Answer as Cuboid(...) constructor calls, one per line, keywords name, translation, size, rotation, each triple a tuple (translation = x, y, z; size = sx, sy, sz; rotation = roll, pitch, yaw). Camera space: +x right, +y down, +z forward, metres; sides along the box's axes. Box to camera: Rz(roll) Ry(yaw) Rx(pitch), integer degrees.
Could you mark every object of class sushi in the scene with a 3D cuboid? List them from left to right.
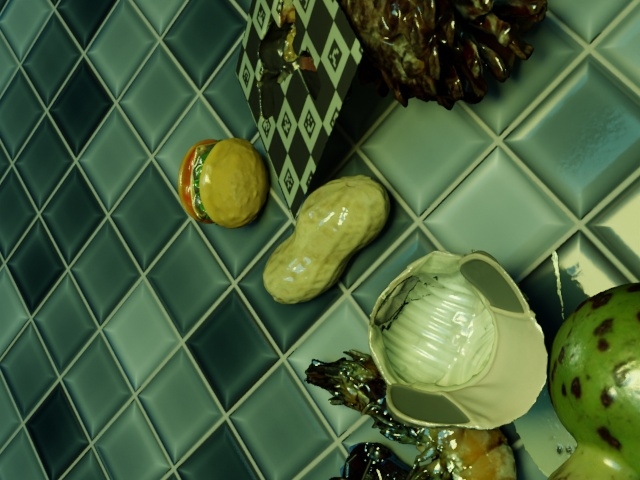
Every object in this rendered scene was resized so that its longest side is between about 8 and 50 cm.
Cuboid(name="sushi", translation=(-0.026, -0.272, 1.074), size=(0.343, 0.064, 0.359), rotation=(115, 142, -49))

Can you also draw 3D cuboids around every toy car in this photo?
Cuboid(name="toy car", translation=(0.118, 0.372, 1.010), size=(0.216, 0.063, 0.103), rotation=(28, 98, 42))

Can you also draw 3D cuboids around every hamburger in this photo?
Cuboid(name="hamburger", translation=(-0.163, -0.099, 1.178), size=(0.115, 0.162, 0.162), rotation=(9, 92, 35))

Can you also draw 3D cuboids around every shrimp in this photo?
Cuboid(name="shrimp", translation=(0.093, 0.292, 0.981), size=(0.365, 0.071, 0.233), rotation=(23, 68, 34))

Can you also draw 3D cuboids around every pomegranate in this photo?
Cuboid(name="pomegranate", translation=(0.334, 0.182, 0.764), size=(0.306, 0.242, 0.242), rotation=(-32, 68, 6))

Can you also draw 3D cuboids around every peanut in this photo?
Cuboid(name="peanut", translation=(0.000, 0.000, 1.080), size=(0.256, 0.124, 0.123), rotation=(-47, 63, 20))

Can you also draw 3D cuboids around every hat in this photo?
Cuboid(name="hat", translation=(0.182, 0.134, 0.900), size=(0.232, 0.161, 0.275), rotation=(-64, 29, -1))

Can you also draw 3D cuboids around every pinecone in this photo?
Cuboid(name="pinecone", translation=(0.157, -0.319, 0.918), size=(0.296, 0.242, 0.298), rotation=(32, 146, 35))

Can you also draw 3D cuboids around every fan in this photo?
Cuboid(name="fan", translation=(0.328, 0.164, 0.917), size=(0.182, 0.010, 0.310), rotation=(-13, 80, 33))
